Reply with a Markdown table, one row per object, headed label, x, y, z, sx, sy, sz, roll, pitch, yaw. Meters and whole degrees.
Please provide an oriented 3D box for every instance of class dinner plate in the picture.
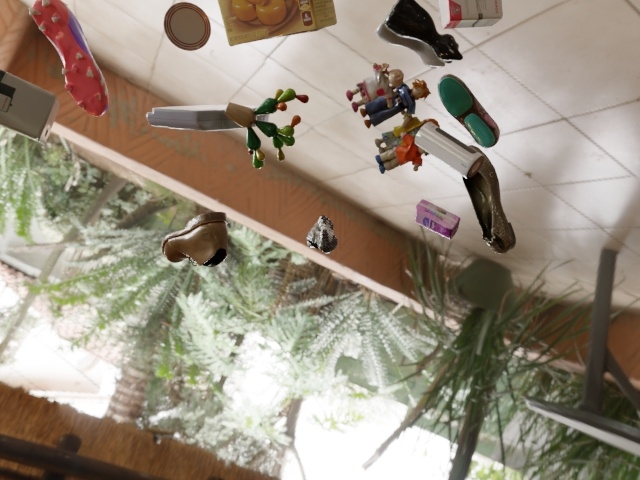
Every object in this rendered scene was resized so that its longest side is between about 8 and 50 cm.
| label | x | y | z | sx | sy | sz | roll | pitch | yaw |
| --- | --- | --- | --- | --- | --- | --- | --- | --- | --- |
| dinner plate | -0.403 | -0.649 | 1.514 | 0.141 | 0.141 | 0.017 | 29 | -150 | -27 |

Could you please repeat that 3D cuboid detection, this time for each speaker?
| label | x | y | z | sx | sy | sz | roll | pitch | yaw |
| --- | --- | --- | --- | --- | --- | --- | --- | --- | --- |
| speaker | 0.255 | -0.181 | 0.998 | 0.136 | 0.055 | 0.055 | 42 | 179 | 26 |

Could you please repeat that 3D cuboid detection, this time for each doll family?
| label | x | y | z | sx | sy | sz | roll | pitch | yaw |
| --- | --- | --- | --- | --- | --- | --- | --- | --- | --- |
| doll family | 0.185 | -0.293 | 1.165 | 0.163 | 0.118 | 0.263 | -19 | 107 | 28 |

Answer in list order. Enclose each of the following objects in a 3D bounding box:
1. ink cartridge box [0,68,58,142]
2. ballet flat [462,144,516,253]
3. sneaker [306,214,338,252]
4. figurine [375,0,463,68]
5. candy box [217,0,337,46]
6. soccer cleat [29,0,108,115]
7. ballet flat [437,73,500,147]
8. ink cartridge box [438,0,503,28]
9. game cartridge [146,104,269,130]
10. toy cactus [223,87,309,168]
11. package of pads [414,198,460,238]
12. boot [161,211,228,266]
| label | x | y | z | sx | sy | sz | roll | pitch | yaw |
| --- | --- | --- | --- | --- | --- | --- | --- | --- | --- |
| ink cartridge box | -0.568 | -0.250 | 0.851 | 0.208 | 0.087 | 0.153 | 24 | 177 | -27 |
| ballet flat | 0.354 | -0.088 | 1.090 | 0.058 | 0.250 | 0.084 | -17 | 177 | -19 |
| sneaker | 0.000 | 0.000 | 1.769 | 0.078 | 0.106 | 0.234 | 39 | -161 | -19 |
| figurine | 0.256 | -0.522 | 1.294 | 0.209 | 0.092 | 0.215 | 34 | -172 | -10 |
| candy box | -0.096 | -0.495 | 0.804 | 0.183 | 0.087 | 0.316 | 2 | 118 | 28 |
| soccer cleat | -0.502 | -0.382 | 1.037 | 0.248 | 0.083 | 0.095 | 64 | -162 | -14 |
| ballet flat | 0.373 | -0.330 | 1.252 | 0.221 | 0.079 | 0.077 | 46 | 134 | -12 |
| ink cartridge box | 0.633 | -1.002 | 2.112 | 0.237 | 0.172 | 0.100 | -6 | -178 | -8 |
| game cartridge | -0.272 | -0.322 | 1.298 | 0.196 | 0.060 | 0.294 | 6 | -162 | 29 |
| toy cactus | -0.138 | -0.285 | 1.198 | 0.180 | 0.112 | 0.219 | 23 | 129 | -15 |
| package of pads | 0.218 | -0.039 | 0.937 | 0.083 | 0.032 | 0.050 | 30 | 159 | 22 |
| boot | -0.336 | 0.027 | 1.317 | 0.112 | 0.115 | 0.305 | -5 | 166 | -39 |
